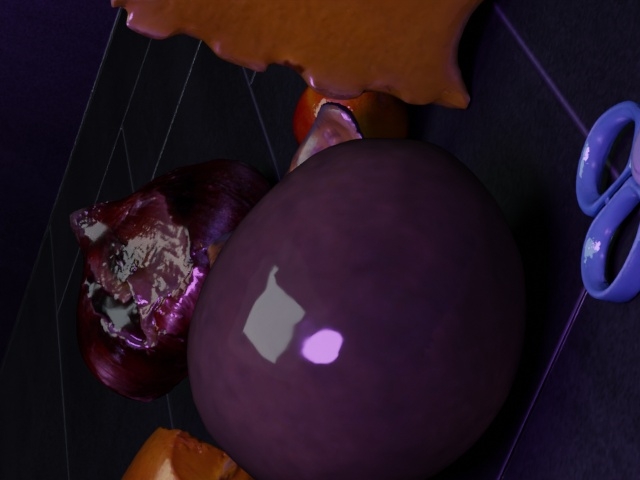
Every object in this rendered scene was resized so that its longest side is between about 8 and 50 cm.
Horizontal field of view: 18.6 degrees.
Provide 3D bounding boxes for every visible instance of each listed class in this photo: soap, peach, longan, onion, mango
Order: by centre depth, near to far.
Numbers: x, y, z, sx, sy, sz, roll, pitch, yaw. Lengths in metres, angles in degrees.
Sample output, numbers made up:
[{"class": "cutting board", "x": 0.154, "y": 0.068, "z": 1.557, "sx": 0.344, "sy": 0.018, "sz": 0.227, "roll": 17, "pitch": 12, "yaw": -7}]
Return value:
[{"class": "longan", "x": 0.019, "y": 0.058, "z": 1.279, "sx": 0.246, "sy": 0.215, "sz": 0.246, "roll": -30, "pitch": 25, "yaw": 15}, {"class": "soap", "x": -0.026, "y": -0.245, "z": 1.571, "sx": 0.335, "sy": 0.293, "sz": 0.156, "roll": -109, "pitch": 36, "yaw": -65}, {"class": "peach", "x": 0.029, "y": -0.097, "z": 1.609, "sx": 0.101, "sy": 0.101, "sz": 0.100, "roll": -165, "pitch": 90, "yaw": -74}, {"class": "mango", "x": -0.127, "y": 0.245, "z": 1.770, "sx": 0.252, "sy": 0.126, "sz": 0.153, "roll": -46, "pitch": 21, "yaw": 60}, {"class": "onion", "x": -0.166, "y": 0.024, "z": 1.975, "sx": 0.272, "sy": 0.195, "sz": 0.272, "roll": -58, "pitch": 11, "yaw": 19}]

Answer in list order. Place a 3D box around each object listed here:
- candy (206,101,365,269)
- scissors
[{"class": "candy", "x": 0.000, "y": 0.000, "z": 1.593, "sx": 0.101, "sy": 0.143, "sz": 0.271, "roll": -35, "pitch": -7, "yaw": -34}, {"class": "scissors", "x": 0.208, "y": -0.068, "z": 1.099, "sx": 0.256, "sy": 0.030, "sz": 0.125, "roll": 124, "pitch": 154, "yaw": -53}]
